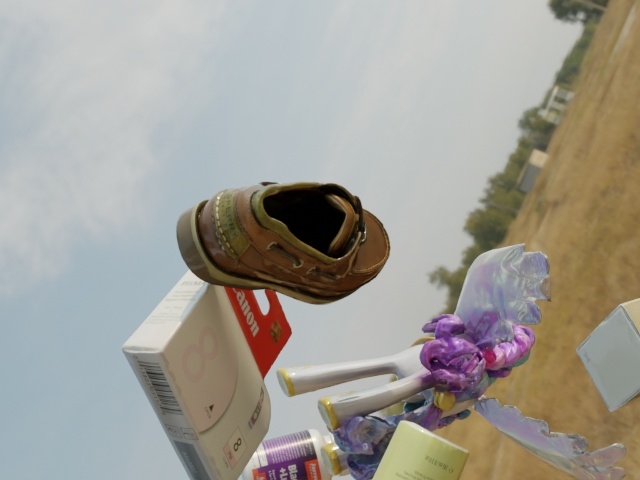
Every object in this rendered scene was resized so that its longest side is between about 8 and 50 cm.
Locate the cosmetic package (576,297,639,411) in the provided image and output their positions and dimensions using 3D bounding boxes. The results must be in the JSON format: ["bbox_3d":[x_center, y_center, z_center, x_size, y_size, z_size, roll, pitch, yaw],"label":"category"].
[{"bbox_3d":[0.206,0.050,0.481,0.115,0.041,0.060,-15,-27,-18],"label":"cosmetic package"}]

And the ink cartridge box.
[{"bbox_3d":[-0.087,0.105,0.905,0.232,0.066,0.189,-51,-47,-41],"label":"ink cartridge box"}]

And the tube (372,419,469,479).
[{"bbox_3d":[0.043,0.262,0.685,0.240,0.070,0.062,-64,-32,-8],"label":"tube"}]

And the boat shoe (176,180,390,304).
[{"bbox_3d":[0.000,0.000,0.890,0.104,0.111,0.307,-25,-13,32],"label":"boat shoe"}]

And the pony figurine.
[{"bbox_3d":[0.162,0.168,1.100,0.351,0.363,0.303,-172,65,-72],"label":"pony figurine"}]

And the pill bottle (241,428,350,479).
[{"bbox_3d":[-0.043,0.394,1.558,0.108,0.193,0.108,168,90,-80],"label":"pill bottle"}]
